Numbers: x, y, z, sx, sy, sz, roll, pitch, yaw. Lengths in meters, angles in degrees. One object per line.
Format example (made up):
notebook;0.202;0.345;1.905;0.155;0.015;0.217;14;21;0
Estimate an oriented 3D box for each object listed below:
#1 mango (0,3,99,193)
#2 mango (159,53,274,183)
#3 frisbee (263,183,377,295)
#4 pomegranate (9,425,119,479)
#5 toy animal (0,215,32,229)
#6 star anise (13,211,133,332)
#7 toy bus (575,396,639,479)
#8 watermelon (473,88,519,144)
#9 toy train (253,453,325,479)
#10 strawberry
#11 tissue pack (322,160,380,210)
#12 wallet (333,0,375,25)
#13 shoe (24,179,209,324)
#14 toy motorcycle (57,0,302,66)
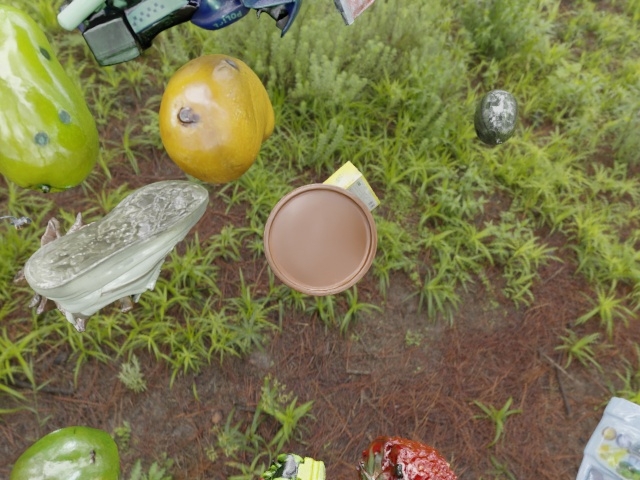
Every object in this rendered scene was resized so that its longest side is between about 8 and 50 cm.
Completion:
mango;-0.436;-0.211;0.746;0.143;0.175;0.293;-20;90;20
mango;-0.148;-0.182;0.745;0.120;0.177;0.295;-7;19;8
frisbee;0.000;0.000;1.095;0.251;0.251;0.021;1;10;-6
pomegranate;-0.477;0.469;0.925;0.159;0.190;0.241;19;29;-54
toy animal;-0.664;-0.039;1.104;0.050;0.028;0.084;20;7;18
star anise;-0.559;0.069;1.156;0.349;0.109;0.292;-5;75;19
toy bus;0.332;0.285;0.479;0.136;0.329;0.109;-48;34;-13
watermelon;0.306;-0.213;0.876;0.078;0.078;0.110;14;61;5
toy train;-0.069;0.406;0.815;0.085;0.249;0.053;21;48;-10
strawberry;0.189;0.522;0.972;0.258;0.261;0.261;9;48;-12
tissue pack;0.081;-0.121;1.309;0.095;0.176;0.062;-41;60;4
wallet;0.016;-0.358;0.565;0.020;0.196;0.103;7;47;44
shoe;-0.312;0.028;0.841;0.124;0.159;0.316;32;49;30
toy motorcycle;-0.149;-0.319;0.612;0.331;0.196;0.125;-22;38;4
